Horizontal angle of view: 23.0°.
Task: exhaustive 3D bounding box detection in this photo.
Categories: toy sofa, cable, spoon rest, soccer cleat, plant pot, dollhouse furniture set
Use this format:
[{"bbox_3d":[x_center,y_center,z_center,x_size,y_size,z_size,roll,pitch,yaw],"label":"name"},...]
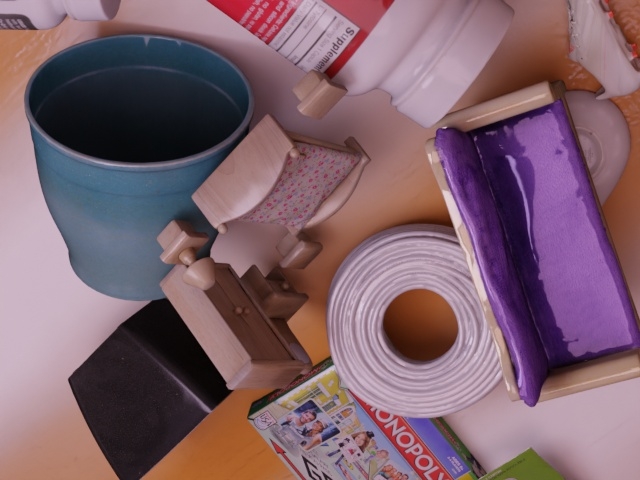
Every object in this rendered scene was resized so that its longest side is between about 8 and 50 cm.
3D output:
[{"bbox_3d":[0.260,0.003,1.846,0.150,0.177,0.363,-17,96,20],"label":"toy sofa"},{"bbox_3d":[0.132,0.106,2.011,0.257,0.089,0.257,13,101,2],"label":"cable"},{"bbox_3d":[0.313,-0.051,1.959,0.137,0.084,0.276,3,102,6],"label":"spoon rest"},{"bbox_3d":[0.318,-0.252,1.862,0.076,0.068,0.196,-24,111,22],"label":"soccer cleat"},{"bbox_3d":[-0.221,0.188,2.096,0.167,0.187,0.188,46,114,2],"label":"plant pot"},{"bbox_3d":[0.000,0.000,1.865,0.355,0.303,0.174,-46,65,20],"label":"dollhouse furniture set"},{"bbox_3d":[-0.222,-0.073,1.933,0.271,0.272,0.255,9,129,5],"label":"plant pot"}]

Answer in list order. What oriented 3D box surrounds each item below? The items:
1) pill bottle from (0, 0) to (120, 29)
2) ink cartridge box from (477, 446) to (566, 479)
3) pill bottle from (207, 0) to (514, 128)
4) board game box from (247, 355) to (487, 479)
[{"bbox_3d":[-0.388,-0.334,1.883,0.283,0.161,0.161,2,115,8],"label":"pill bottle"},{"bbox_3d":[0.293,0.422,2.126,0.189,0.097,0.255,-36,120,21],"label":"ink cartridge box"},{"bbox_3d":[0.009,-0.313,1.792,0.407,0.229,0.229,35,115,-8],"label":"pill bottle"},{"bbox_3d":[0.078,0.300,2.165,0.213,0.046,0.317,-33,105,22],"label":"board game box"}]
